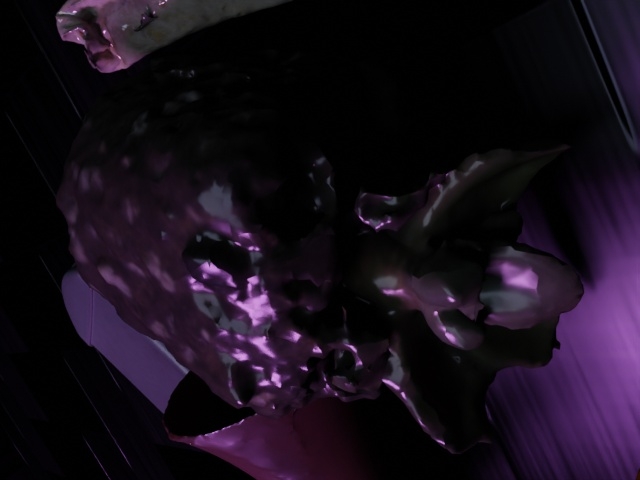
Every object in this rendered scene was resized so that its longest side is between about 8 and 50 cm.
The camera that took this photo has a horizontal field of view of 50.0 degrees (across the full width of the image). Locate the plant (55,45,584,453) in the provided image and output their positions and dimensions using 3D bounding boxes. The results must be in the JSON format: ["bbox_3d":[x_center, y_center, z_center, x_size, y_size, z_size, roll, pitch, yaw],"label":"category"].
[{"bbox_3d":[0.000,0.000,0.438,0.312,0.213,0.215,26,133,35],"label":"plant"}]

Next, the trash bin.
[{"bbox_3d":[-0.210,0.107,0.847,0.236,0.101,0.176,41,140,14],"label":"trash bin"}]

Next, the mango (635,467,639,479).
[{"bbox_3d":[0.288,0.142,0.310,0.268,0.111,0.133,3,119,28],"label":"mango"}]

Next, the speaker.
[{"bbox_3d":[0.036,0.225,0.577,0.329,0.198,0.259,57,174,-9],"label":"speaker"}]

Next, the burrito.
[{"bbox_3d":[-0.073,-0.172,0.446,0.226,0.087,0.060,-16,67,23],"label":"burrito"}]
